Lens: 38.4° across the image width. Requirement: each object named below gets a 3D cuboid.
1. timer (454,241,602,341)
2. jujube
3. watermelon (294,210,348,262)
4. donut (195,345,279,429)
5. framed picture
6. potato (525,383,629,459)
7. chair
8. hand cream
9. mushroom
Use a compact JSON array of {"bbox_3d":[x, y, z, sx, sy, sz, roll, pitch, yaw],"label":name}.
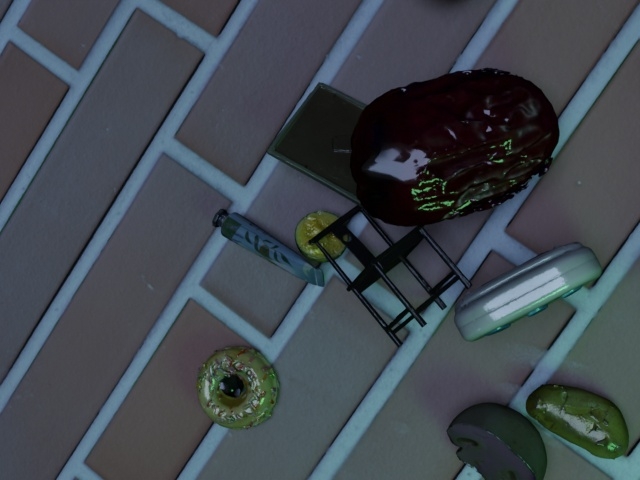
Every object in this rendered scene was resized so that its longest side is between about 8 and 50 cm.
[{"bbox_3d":[0.352,0.086,1.583,0.262,0.237,0.087,-29,81,13],"label":"timer"},{"bbox_3d":[0.218,-0.162,1.607,0.376,0.258,0.258,-15,84,-15],"label":"jujube"},{"bbox_3d":[0.000,0.000,1.770,0.105,0.062,0.105,4,62,-8],"label":"watermelon"},{"bbox_3d":[-0.169,0.293,1.816,0.174,0.068,0.175,0,89,17],"label":"donut"},{"bbox_3d":[0.053,-0.179,1.743,0.260,0.023,0.189,30,71,14],"label":"framed picture"},{"bbox_3d":[0.457,0.315,1.631,0.188,0.085,0.105,21,56,14],"label":"potato"},{"bbox_3d":[0.125,0.039,1.677,0.154,0.141,0.260,-36,81,-29],"label":"chair"},{"bbox_3d":[-0.099,0.012,1.800,0.256,0.088,0.055,29,67,16],"label":"hand cream"},{"bbox_3d":[0.330,0.364,1.652,0.188,0.141,0.117,44,66,7],"label":"mushroom"}]
